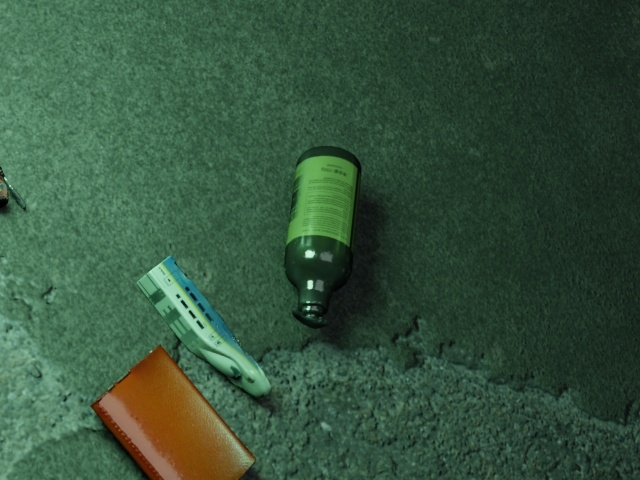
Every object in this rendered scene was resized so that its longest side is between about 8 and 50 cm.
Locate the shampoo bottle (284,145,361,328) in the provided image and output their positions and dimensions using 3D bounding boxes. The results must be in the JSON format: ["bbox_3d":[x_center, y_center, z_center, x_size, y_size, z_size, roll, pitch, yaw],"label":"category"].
[{"bbox_3d":[0.000,0.000,1.976,0.101,0.101,0.283,22,56,-25],"label":"shampoo bottle"}]

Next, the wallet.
[{"bbox_3d":[-0.190,0.250,1.745,0.204,0.045,0.142,51,46,-3],"label":"wallet"}]

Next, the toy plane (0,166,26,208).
[{"bbox_3d":[-0.442,-0.093,1.754,0.145,0.037,0.060,53,44,-2],"label":"toy plane"}]

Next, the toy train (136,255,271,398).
[{"bbox_3d":[-0.155,0.130,1.831,0.051,0.052,0.234,-39,92,-39],"label":"toy train"}]
